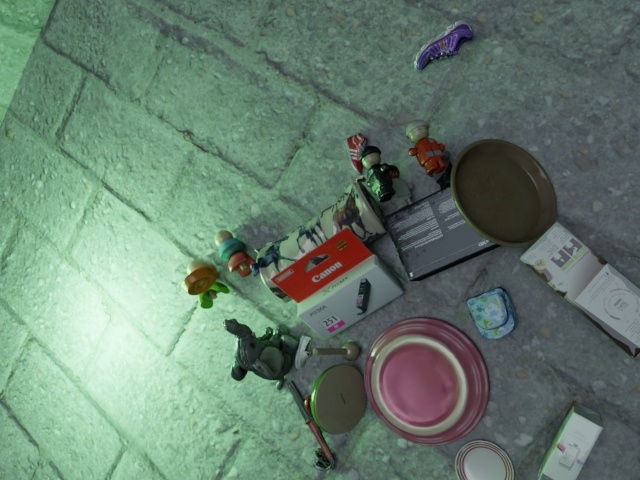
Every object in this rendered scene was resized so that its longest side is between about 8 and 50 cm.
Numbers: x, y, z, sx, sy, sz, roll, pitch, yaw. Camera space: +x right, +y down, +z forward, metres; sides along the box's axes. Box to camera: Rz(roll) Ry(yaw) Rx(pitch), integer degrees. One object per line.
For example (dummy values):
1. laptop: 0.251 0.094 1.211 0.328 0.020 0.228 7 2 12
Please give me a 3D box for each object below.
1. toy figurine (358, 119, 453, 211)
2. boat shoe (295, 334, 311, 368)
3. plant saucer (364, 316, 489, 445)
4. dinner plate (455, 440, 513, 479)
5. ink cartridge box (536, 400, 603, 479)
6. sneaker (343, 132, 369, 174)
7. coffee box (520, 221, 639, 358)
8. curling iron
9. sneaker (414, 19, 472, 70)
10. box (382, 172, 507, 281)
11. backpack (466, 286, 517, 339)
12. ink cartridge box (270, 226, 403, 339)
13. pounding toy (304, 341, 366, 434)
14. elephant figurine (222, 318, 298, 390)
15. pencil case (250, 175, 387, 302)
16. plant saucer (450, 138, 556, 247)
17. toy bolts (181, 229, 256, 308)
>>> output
1. toy figurine: 0.225 -0.188 1.337 0.213 0.210 0.148 -29 68 22
2. boat shoe: -0.047 0.330 1.534 0.035 0.035 0.100 12 86 29
3. plant saucer: 0.261 0.367 1.356 0.332 0.084 0.332 -2 85 26
4. dinner plate: 0.409 0.571 1.308 0.141 0.017 0.141 -1 87 26
5. ink cartridge box: 0.561 0.476 1.186 0.067 0.115 0.198 27 100 24
6. sneaker: 0.113 -0.249 1.486 0.067 0.042 0.118 -25 74 26
7. coffee box: 0.604 0.103 1.159 0.297 0.168 0.119 46 106 21
8. curling iron: -0.034 0.537 1.514 0.068 0.035 0.274 -32 74 20
9. sneaker: 0.325 -0.508 1.388 0.170 0.068 0.071 -35 79 19
10. box: 0.320 -0.027 1.340 0.261 0.103 0.184 -26 73 22
11. backpack: 0.423 0.183 1.288 0.105 0.084 0.114 -26 79 25
12. ink cartridge box: 0.043 0.124 1.408 0.275 0.239 0.060 -35 30 20
13. pounding toy: 0.024 0.401 1.441 0.110 0.183 0.236 -7 83 52
14. elephant figurine: -0.186 0.327 1.483 0.186 0.239 0.169 45 110 22
15. pencil case: 0.000 0.000 1.461 0.410 0.160 0.183 -36 87 20
16. plant saucer: 0.430 -0.111 1.245 0.278 0.041 0.277 5 70 -14
17. toy bolts: -0.338 0.067 1.612 0.228 0.218 0.158 -39 64 0
